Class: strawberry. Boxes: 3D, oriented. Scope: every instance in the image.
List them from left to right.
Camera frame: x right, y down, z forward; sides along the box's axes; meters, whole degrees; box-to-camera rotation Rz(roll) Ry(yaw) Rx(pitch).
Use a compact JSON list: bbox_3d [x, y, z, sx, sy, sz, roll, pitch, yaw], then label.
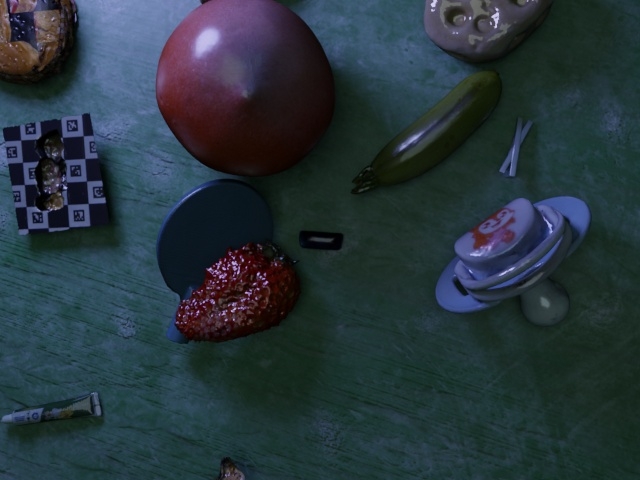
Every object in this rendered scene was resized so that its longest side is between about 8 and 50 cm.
[{"bbox_3d":[-0.134,0.114,1.500,0.175,0.107,0.236,35,91,-26],"label":"strawberry"}]

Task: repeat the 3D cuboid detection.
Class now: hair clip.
[{"bbox_3d":[0.352,-0.167,1.504,0.030,0.039,0.115,22,81,-1],"label":"hair clip"}]

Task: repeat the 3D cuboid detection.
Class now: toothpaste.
[{"bbox_3d":[-0.528,0.337,1.626,0.204,0.031,0.049,-11,90,6],"label":"toothpaste"}]

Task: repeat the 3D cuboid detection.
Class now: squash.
[{"bbox_3d":[0.197,-0.181,1.496,0.341,0.094,0.094,-40,84,4],"label":"squash"}]

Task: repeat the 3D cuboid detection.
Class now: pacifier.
[{"bbox_3d":[0.354,0.061,1.424,0.299,0.244,0.233,-36,115,8],"label":"pacifier"}]

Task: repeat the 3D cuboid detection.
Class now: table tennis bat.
[{"bbox_3d":[-0.207,0.040,1.524,0.215,0.044,0.329,15,107,-32],"label":"table tennis bat"}]

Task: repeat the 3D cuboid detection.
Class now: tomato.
[{"bbox_3d":[-0.127,-0.266,1.429,0.322,0.321,0.321,0,90,8],"label":"tomato"}]

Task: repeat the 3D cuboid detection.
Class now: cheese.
[{"bbox_3d":[0.291,-0.428,1.467,0.235,0.117,0.217,-20,86,9],"label":"cheese"}]

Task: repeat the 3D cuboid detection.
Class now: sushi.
[{"bbox_3d":[-0.504,-0.127,1.616,0.192,0.050,0.215,-7,94,12],"label":"sushi"}]

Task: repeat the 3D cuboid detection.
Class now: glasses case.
[{"bbox_3d":[0.000,0.000,1.554,0.083,0.023,0.033,4,88,9],"label":"glasses case"}]

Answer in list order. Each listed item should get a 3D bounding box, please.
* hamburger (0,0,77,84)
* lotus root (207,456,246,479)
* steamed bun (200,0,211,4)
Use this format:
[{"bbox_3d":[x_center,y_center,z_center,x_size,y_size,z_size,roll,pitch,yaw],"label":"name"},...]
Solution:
[{"bbox_3d":[-0.584,-0.415,1.605,0.231,0.107,0.230,0,96,4],"label":"hamburger"},{"bbox_3d":[-0.182,0.505,1.529,0.118,0.125,0.220,27,99,33],"label":"lotus root"},{"bbox_3d":[-0.164,-0.519,1.540,0.175,0.106,0.144,-19,87,10],"label":"steamed bun"}]
